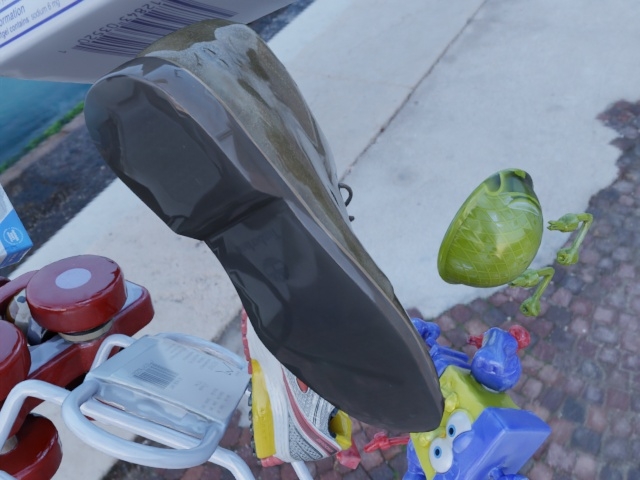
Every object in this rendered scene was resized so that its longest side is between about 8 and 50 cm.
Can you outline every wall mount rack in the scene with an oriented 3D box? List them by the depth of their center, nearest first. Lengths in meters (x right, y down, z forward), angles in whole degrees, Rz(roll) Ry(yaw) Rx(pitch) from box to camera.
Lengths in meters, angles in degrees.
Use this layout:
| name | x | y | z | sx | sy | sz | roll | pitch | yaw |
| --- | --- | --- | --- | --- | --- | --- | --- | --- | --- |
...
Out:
| name | x | y | z | sx | sy | sz | roll | pitch | yaw |
| --- | --- | --- | --- | --- | --- | --- | --- | --- | --- |
| wall mount rack | -0.101 | 0.193 | 0.575 | 0.304 | 0.350 | 0.130 | 23 | 92 | 0 |

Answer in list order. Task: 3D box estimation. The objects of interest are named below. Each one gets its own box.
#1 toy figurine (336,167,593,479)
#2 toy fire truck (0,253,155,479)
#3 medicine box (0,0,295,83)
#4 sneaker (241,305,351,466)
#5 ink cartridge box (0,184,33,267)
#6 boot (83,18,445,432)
| name | x | y | z | sx | sy | sz | roll | pitch | yaw |
| --- | --- | --- | --- | --- | --- | --- | --- | --- | --- |
| toy figurine | 0.163 | 0.145 | 0.592 | 0.191 | 0.362 | 0.217 | 18 | 25 | -28 |
| toy fire truck | -0.352 | 0.116 | 0.710 | 0.254 | 0.169 | 0.302 | 18 | 38 | 27 |
| medicine box | -0.162 | -0.304 | 0.497 | 0.263 | 0.289 | 0.149 | -14 | 2 | 29 |
| sneaker | -0.013 | 0.082 | 0.531 | 0.092 | 0.225 | 0.088 | -2 | 23 | 3 |
| ink cartridge box | -0.588 | 0.000 | 0.987 | 0.078 | 0.134 | 0.231 | -30 | -1 | 42 |
| boot | 0.000 | 0.000 | 0.407 | 0.112 | 0.305 | 0.115 | -16 | 29 | 38 |
